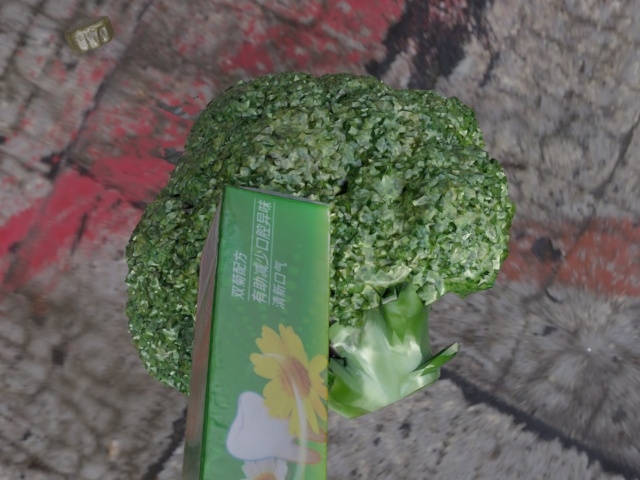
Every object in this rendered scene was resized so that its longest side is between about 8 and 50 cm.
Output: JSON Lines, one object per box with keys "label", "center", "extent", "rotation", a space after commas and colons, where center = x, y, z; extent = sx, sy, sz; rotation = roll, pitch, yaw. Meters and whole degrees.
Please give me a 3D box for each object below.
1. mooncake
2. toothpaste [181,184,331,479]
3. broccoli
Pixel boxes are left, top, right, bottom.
{"label": "mooncake", "center": [-0.194, -0.174, 1.365], "extent": [0.150, 0.057, 0.347], "rotation": [-25, 39, 5]}
{"label": "toothpaste", "center": [-0.019, 0.068, 0.348], "extent": [0.037, 0.043, 0.178], "rotation": [11, 52, -13]}
{"label": "broccoli", "center": [-0.007, 0.005, 1.131], "extent": [0.321, 0.413, 0.310], "rotation": [4, 85, -27]}
